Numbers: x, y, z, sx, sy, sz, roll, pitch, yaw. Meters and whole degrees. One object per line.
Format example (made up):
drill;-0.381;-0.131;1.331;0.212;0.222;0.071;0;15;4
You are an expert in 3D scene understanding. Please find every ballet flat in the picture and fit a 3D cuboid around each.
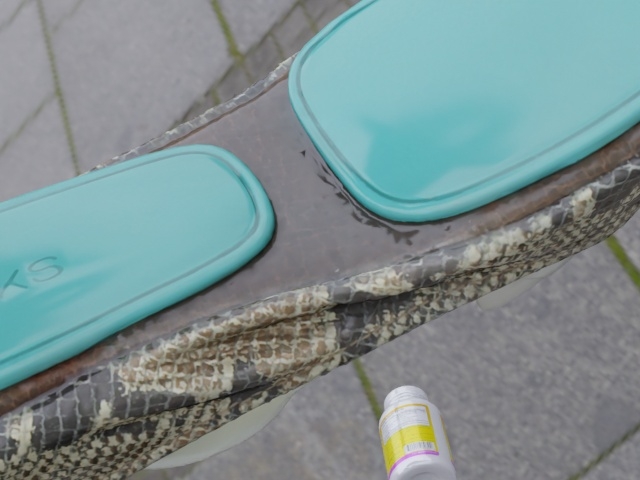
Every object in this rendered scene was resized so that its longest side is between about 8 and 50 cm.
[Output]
ballet flat;0.000;0.000;0.660;0.483;0.182;0.164;-28;52;-5

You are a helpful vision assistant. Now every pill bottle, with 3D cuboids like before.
pill bottle;0.061;0.132;0.914;0.043;0.043;0.083;-41;27;19
